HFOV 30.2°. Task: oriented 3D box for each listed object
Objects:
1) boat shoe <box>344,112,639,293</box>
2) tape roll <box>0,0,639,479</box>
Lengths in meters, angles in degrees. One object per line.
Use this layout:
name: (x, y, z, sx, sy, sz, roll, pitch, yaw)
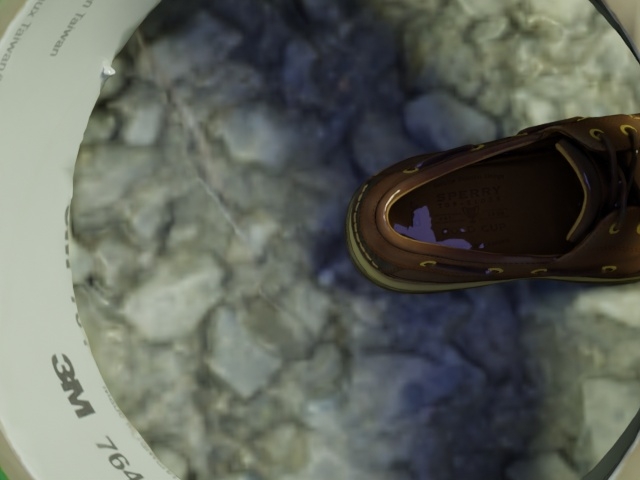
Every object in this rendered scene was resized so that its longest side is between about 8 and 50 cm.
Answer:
boat shoe: (0.099, -0.014, 0.439, 0.178, 0.060, 0.064, -9, 85, -3)
tape roll: (0.000, 0.000, 0.376, 0.321, 0.077, 0.321, 1, 93, 17)
